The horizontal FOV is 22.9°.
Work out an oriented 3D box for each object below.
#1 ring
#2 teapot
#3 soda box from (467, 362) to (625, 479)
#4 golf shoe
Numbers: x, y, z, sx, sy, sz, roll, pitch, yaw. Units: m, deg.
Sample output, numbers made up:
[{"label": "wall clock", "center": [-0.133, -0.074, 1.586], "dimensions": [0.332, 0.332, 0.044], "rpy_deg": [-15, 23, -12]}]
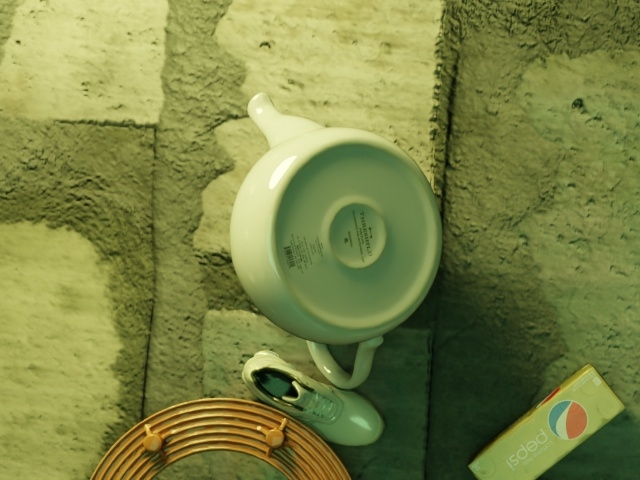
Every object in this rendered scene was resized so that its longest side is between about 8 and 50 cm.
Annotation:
[{"label": "ring", "center": [-0.113, 0.346, 1.773], "dimensions": [0.336, 0.032, 0.336], "rpy_deg": [0, 85, 5]}, {"label": "teapot", "center": [0.000, 0.000, 1.750], "dimensions": [0.252, 0.187, 0.256], "rpy_deg": [31, 75, -23]}, {"label": "soda box", "center": [0.253, 0.218, 1.787], "dimensions": [0.181, 0.058, 0.061], "rpy_deg": [-39, 88, 4]}, {"label": "golf shoe", "center": [-0.011, 0.187, 1.796], "dimensions": [0.176, 0.086, 0.069], "rpy_deg": [25, 91, 3]}]
